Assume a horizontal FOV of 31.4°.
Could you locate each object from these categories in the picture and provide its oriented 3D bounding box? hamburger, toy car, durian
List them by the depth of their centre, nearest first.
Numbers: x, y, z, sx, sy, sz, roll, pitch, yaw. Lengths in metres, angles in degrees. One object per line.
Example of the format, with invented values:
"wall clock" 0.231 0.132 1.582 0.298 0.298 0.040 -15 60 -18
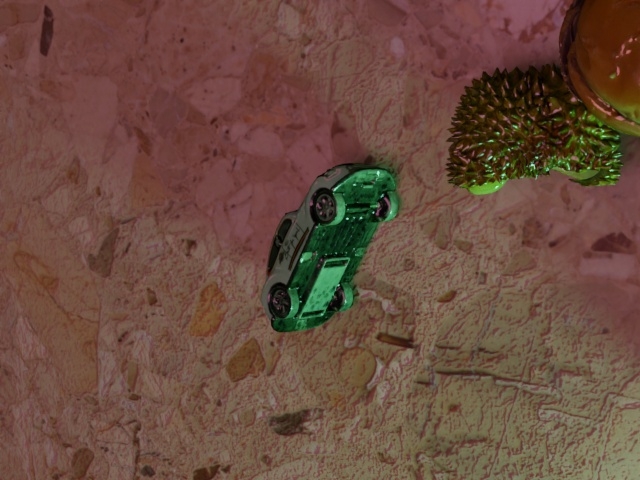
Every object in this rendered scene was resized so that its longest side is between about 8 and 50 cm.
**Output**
"hamburger" 0.430 -0.254 1.337 0.319 0.158 0.318 -4 71 11
"durian" 0.281 -0.144 1.492 0.237 0.200 0.176 10 119 31
"toy car" 0.000 0.000 1.743 0.125 0.136 0.305 43 123 36
